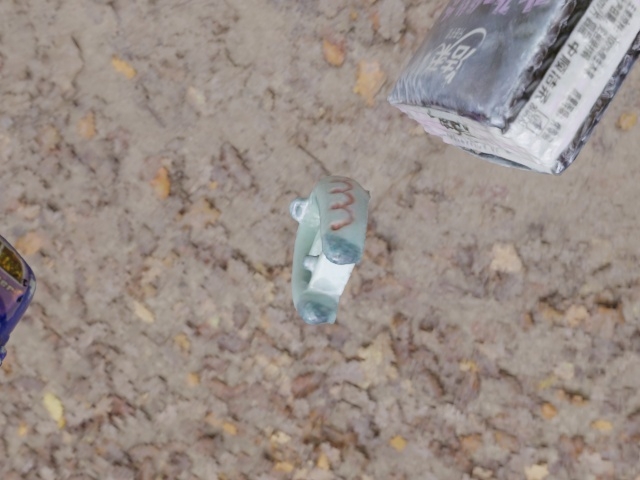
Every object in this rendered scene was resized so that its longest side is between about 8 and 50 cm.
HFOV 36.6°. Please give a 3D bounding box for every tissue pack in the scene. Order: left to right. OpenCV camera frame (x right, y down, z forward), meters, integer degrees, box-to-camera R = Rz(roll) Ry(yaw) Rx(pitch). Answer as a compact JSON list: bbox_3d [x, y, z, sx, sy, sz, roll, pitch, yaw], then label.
[{"bbox_3d":[0.225,-0.246,0.905,0.122,0.259,0.361,31,91,-19],"label":"tissue pack"}]

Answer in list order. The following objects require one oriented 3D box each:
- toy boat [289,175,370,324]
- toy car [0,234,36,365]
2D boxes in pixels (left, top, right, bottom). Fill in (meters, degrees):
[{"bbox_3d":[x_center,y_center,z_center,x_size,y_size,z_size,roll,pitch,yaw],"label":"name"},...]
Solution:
[{"bbox_3d":[0.000,0.000,1.043,0.079,0.207,0.134,16,119,-5],"label":"toy boat"},{"bbox_3d":[-0.391,0.034,0.910,0.172,0.158,0.235,-28,114,36],"label":"toy car"}]
